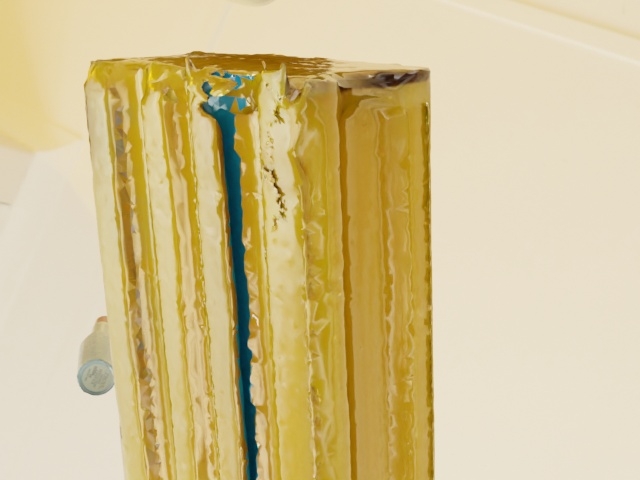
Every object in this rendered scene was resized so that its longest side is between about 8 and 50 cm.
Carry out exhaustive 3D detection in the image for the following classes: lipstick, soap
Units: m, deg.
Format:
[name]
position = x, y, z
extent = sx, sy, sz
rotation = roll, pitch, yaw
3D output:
[lipstick]
position = -0.356, 0.177, 1.548
extent = 0.061, 0.274, 0.068
rotation = -43, -75, 0
[soap]
position = -0.033, 0.053, 0.539
extent = 0.204, 0.096, 0.324
rotation = 16, -66, 45

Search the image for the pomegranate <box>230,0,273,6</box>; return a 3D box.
[pomegranate]
position = -0.130, -0.521, 1.496
extent = 0.333, 0.333, 0.332
rotation = -6, -101, 30
